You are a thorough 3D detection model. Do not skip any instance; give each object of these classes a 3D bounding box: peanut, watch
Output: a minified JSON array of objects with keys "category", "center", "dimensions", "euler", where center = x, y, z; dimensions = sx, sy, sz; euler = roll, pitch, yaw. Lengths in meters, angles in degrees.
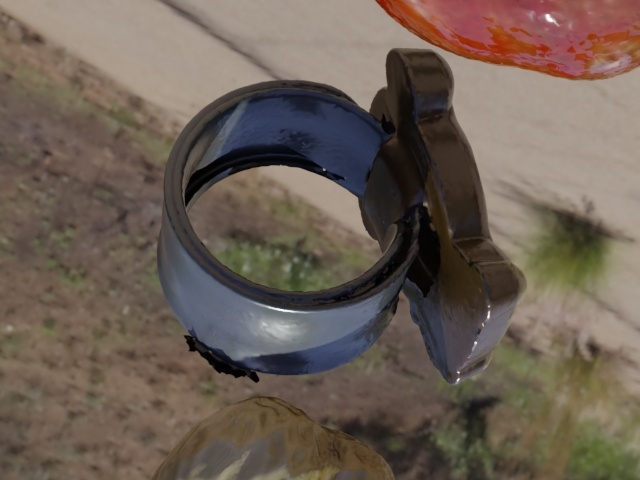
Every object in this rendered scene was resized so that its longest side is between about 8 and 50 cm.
[{"category":"peanut","center":[-0.034,0.236,1.123],"dimensions":[0.233,0.196,0.110],"euler":[26,-155,-29]},{"category":"watch","center":[0.000,0.000,1.352],"dimensions":[0.327,0.335,0.314],"euler":[-14,154,-15]}]

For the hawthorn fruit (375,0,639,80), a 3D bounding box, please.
[{"category":"hawthorn fruit","center":[0.129,-0.243,0.799],"dimensions":[0.311,0.295,0.295],"euler":[14,176,-30]}]
